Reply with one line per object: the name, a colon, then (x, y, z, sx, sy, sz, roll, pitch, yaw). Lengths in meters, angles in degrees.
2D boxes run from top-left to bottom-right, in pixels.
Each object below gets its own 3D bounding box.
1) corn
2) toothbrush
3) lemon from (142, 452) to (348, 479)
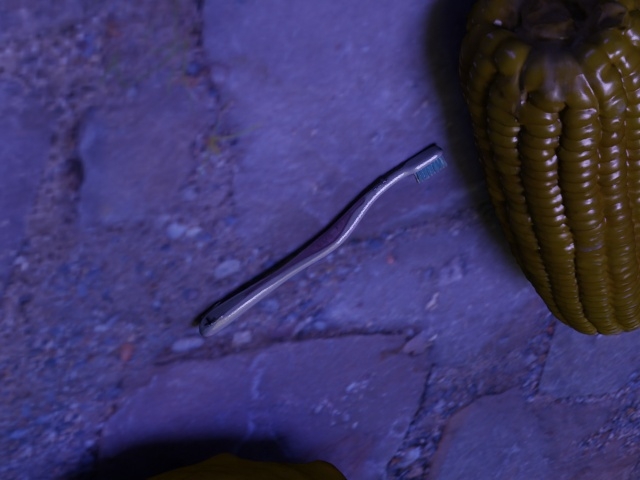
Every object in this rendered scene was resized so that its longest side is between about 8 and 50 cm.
corn: (0.178, -0.043, 0.842, 0.131, 0.131, 0.344, -33, 142, -3)
toothbrush: (0.000, 0.000, 0.841, 0.204, 0.017, 0.022, -36, 123, -1)
lemon: (-0.048, 0.291, 0.908, 0.316, 0.285, 0.285, 8, 128, -14)
